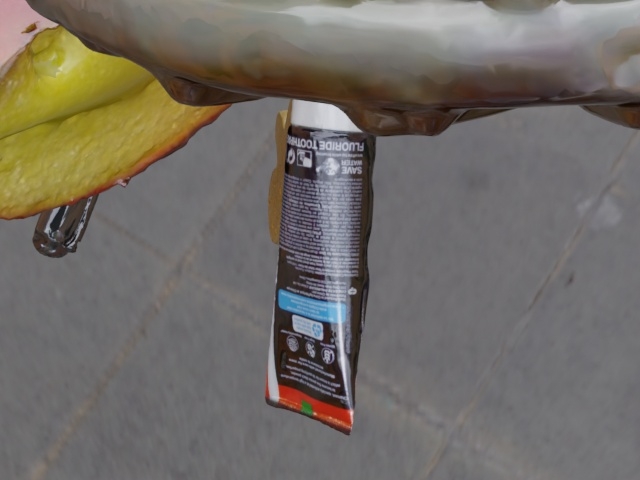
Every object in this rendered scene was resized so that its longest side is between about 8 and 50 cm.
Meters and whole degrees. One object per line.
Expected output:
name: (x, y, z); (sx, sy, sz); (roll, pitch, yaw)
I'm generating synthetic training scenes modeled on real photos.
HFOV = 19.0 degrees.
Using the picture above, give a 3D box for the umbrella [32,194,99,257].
umbrella: (-0.174, -0.129, 1.638); (0.118, 0.118, 0.340); (15, 59, 4)

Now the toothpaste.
toothpaste: (0.000, 0.000, 0.994); (0.045, 0.071, 0.194); (-3, 101, -41)

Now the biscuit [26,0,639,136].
biscuit: (0.093, -0.134, 0.627); (0.366, 0.115, 0.268); (-22, 33, -26)

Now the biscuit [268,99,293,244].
biscuit: (-0.021, -0.080, 2.012); (0.035, 0.240, 0.158); (2, 57, -11)

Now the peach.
peach: (-0.171, -0.146, 1.286); (0.281, 0.281, 0.338); (11, 46, 3)
